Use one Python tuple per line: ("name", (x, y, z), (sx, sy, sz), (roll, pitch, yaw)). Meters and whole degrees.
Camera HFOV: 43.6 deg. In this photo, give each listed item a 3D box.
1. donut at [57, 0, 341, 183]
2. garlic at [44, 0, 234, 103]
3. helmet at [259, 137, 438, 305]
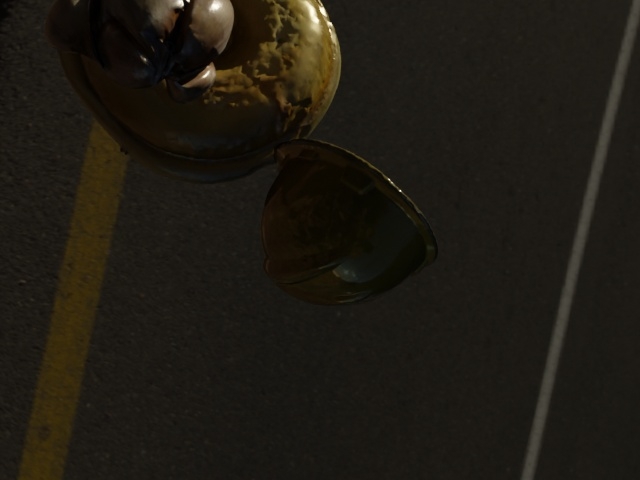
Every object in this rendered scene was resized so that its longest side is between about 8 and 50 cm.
("donut", (-0.189, -0.303, 1.277), (0.449, 0.198, 0.448), (2, 76, -7))
("garlic", (-0.219, -0.272, 0.997), (0.214, 0.191, 0.160), (25, 101, -18))
("helmet", (0.000, 0.000, 0.912), (0.140, 0.257, 0.205), (-49, 125, -18))
